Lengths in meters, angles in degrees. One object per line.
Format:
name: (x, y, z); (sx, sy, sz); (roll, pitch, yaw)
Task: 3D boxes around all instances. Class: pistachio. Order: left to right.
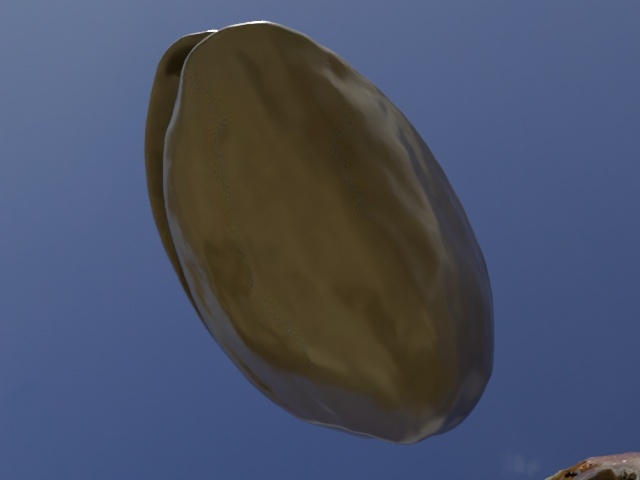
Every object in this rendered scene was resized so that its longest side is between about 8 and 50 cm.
pistachio: (0.000, 0.000, 0.650); (0.135, 0.136, 0.226); (-26, -76, 29)

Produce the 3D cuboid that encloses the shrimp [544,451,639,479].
shrimp: (0.176, 0.154, 0.420); (0.054, 0.290, 0.222); (-60, -171, -25)
